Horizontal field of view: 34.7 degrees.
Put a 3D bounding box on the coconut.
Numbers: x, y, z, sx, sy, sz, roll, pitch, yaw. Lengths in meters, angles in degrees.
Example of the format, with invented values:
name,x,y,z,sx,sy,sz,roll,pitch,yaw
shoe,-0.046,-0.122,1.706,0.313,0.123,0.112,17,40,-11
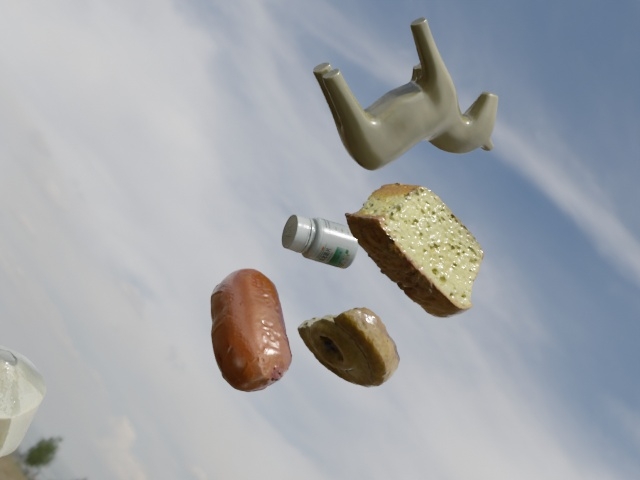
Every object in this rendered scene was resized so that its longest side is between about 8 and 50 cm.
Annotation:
name,x,y,z,sx,sy,sz,roll,pitch,yaw
coconut,-0.637,0.294,1.941,0.241,0.241,0.241,46,-21,23

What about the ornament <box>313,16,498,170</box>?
name,x,y,z,sx,sy,sz,roll,pitch,yaw
ornament,0.132,-0.179,1.388,0.061,0.230,0.245,43,-17,54

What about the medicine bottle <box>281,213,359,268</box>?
name,x,y,z,sx,sy,sz,roll,pitch,yaw
medicine bottle,0.000,0.000,1.887,0.130,0.080,0.080,16,-4,-25

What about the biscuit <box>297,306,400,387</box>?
name,x,y,z,sx,sy,sz,roll,pitch,yaw
biscuit,0.066,0.235,2.229,0.213,0.091,0.274,46,-29,-4

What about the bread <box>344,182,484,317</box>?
name,x,y,z,sx,sy,sz,roll,pitch,yaw
bread,0.114,0.007,1.170,0.187,0.103,0.065,46,-34,-22

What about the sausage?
name,x,y,z,sx,sy,sz,roll,pitch,yaw
sausage,-0.124,0.148,1.743,0.258,0.133,0.133,-102,176,-46
